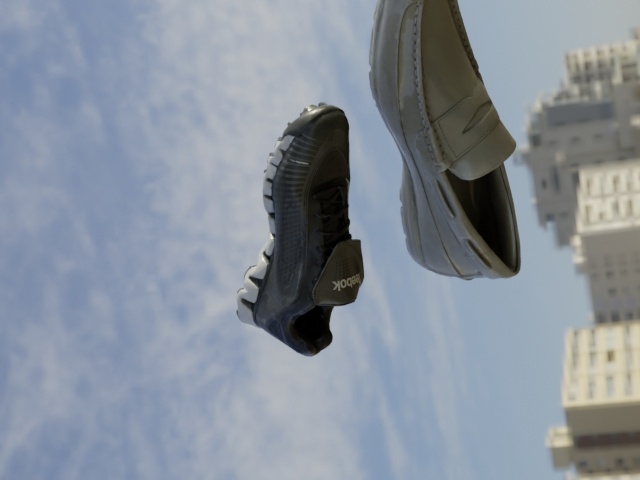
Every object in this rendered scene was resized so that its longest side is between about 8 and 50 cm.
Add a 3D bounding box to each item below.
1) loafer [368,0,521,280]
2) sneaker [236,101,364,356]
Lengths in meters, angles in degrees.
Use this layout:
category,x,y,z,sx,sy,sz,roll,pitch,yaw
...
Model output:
category,x,y,z,sx,sy,sz,roll,pitch,yaw
loafer,0.120,-0.098,1.211,0.112,0.111,0.319,-49,-41,-34
sneaker,0.000,0.000,1.138,0.078,0.106,0.234,-18,-44,-40
